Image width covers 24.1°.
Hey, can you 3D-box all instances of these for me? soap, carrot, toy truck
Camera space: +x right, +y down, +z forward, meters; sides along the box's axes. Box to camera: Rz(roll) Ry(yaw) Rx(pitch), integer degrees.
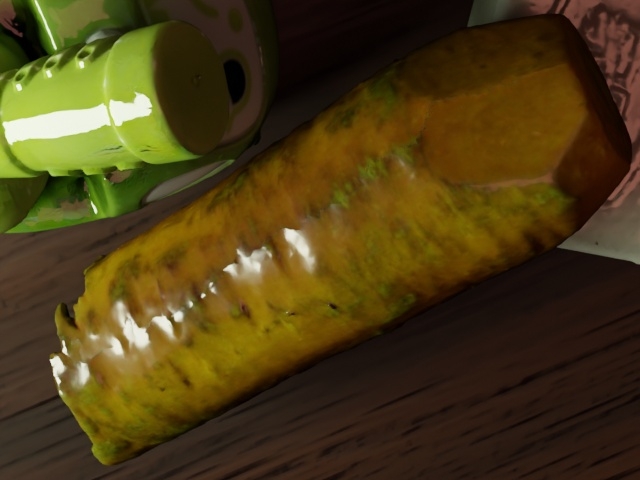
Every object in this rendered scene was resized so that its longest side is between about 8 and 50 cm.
[{"bbox_3d":[0.134,-0.089,0.771,0.121,0.064,0.183,10,106,-11],"label":"soap"},{"bbox_3d":[0.000,0.000,0.715,0.302,0.114,0.114,-29,112,18],"label":"carrot"},{"bbox_3d":[-0.119,-0.068,0.666,0.187,0.210,0.148,-12,112,13],"label":"toy truck"}]
